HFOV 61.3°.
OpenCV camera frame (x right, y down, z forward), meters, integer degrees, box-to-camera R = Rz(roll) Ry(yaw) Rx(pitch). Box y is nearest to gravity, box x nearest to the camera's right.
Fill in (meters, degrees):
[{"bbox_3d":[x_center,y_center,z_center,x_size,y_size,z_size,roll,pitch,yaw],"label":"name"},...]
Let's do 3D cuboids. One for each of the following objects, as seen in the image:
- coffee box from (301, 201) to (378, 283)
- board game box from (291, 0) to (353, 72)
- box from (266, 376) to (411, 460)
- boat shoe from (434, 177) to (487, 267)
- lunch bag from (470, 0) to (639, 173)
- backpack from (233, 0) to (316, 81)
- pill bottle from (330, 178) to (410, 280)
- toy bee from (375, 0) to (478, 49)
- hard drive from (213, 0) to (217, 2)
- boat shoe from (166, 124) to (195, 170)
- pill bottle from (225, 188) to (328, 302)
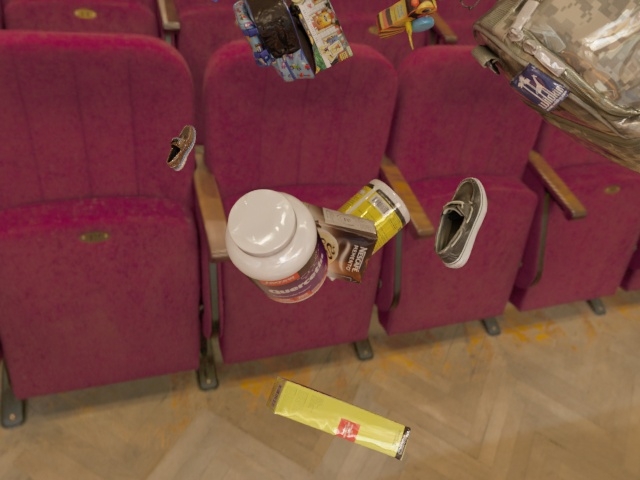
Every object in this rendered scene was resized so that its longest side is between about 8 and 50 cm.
[{"bbox_3d":[0.000,0.000,1.586,0.297,0.168,0.119,14,27,-7],"label":"coffee box"},{"bbox_3d":[-0.019,-0.627,1.560,0.136,0.260,0.030,-24,24,10],"label":"board game box"},{"bbox_3d":[0.030,0.298,0.913,0.232,0.087,0.058,25,76,-12],"label":"box"},{"bbox_3d":[0.456,-0.078,1.765,0.119,0.121,0.335,38,59,-38],"label":"boat shoe"},{"bbox_3d":[0.318,-0.244,0.530,0.256,0.305,0.212,26,20,-33],"label":"lunch bag"},{"bbox_3d":[-0.080,-0.390,1.056,0.117,0.173,0.158,-24,48,5],"label":"backpack"},{"bbox_3d":[0.115,-0.029,1.774,0.334,0.188,0.188,-41,64,-5],"label":"pill bottle"},{"bbox_3d":[0.257,-0.654,1.492,0.162,0.298,0.195,-13,72,-50],"label":"toy bee"},{"bbox_3d":[-0.119,-0.437,0.538,0.210,0.319,0.040,18,31,-37],"label":"hard drive"},{"bbox_3d":[-0.528,-0.358,2.043,0.066,0.066,0.183,11,81,29],"label":"boat shoe"},{"bbox_3d":[-0.087,0.014,1.122,0.181,0.323,0.181,-2,72,7],"label":"pill bottle"}]
